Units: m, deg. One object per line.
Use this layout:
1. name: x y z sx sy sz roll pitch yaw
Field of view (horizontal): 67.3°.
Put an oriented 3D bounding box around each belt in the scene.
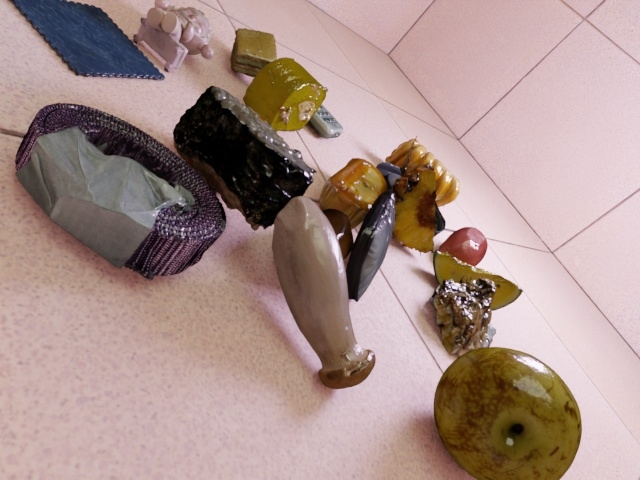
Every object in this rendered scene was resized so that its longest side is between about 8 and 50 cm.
1. belt: -0.309 -0.084 0.769 0.325 0.122 0.260 39 24 -13

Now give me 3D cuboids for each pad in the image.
1. pad: -0.527 -0.464 1.099 0.269 0.012 0.269 47 29 4

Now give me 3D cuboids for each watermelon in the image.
1. watermelon: 0.458 0.131 1.462 0.301 0.129 0.123 22 38 -6

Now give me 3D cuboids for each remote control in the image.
1. remote control: -0.061 -0.482 1.671 0.335 0.065 0.128 49 31 8

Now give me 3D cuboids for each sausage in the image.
1. sausage: 0.493 0.030 1.645 0.148 0.148 0.254 49 26 8

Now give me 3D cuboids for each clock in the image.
1. clock: 0.301 -0.138 1.685 0.325 0.067 0.325 32 31 -22

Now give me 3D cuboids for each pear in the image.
1. pear: 0.357 0.339 0.940 0.284 0.283 0.283 32 31 -22

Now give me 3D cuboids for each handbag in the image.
1. handbag: 0.125 0.003 1.152 0.075 0.191 0.332 16 26 13

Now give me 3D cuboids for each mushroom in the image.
1. mushroom: -0.002 0.093 0.866 0.128 0.128 0.349 -13 82 -58

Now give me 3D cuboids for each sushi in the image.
1. sushi: -0.161 -0.167 0.958 0.211 0.170 0.350 25 17 -52

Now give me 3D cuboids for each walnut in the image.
1. walnut: 0.000 0.000 1.041 0.137 0.137 0.245 44 29 -2

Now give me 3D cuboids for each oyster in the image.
1. oyster: 0.396 0.203 1.289 0.214 0.083 0.222 1 68 -30

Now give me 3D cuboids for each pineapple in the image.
1. pineapple: 0.249 -0.114 1.429 0.158 0.161 0.334 -103 180 -45

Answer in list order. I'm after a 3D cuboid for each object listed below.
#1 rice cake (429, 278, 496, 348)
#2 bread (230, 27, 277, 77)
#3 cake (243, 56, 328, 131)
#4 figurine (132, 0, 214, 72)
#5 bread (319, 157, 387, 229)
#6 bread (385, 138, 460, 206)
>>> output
1. rice cake: 0.411 0.215 1.369 0.211 0.038 0.124 51 44 6
2. bread: -0.217 -0.597 1.551 0.138 0.102 0.196 3 45 -16
3. cake: -0.093 -0.433 1.445 0.156 0.179 0.261 49 30 7
4. figurine: -0.375 -0.559 1.310 0.182 0.144 0.256 24 31 5
5. bread: 0.096 -0.138 1.370 0.153 0.119 0.288 41 29 1
6. bread: 0.401 -0.247 1.857 0.311 0.173 0.121 39 51 -9
